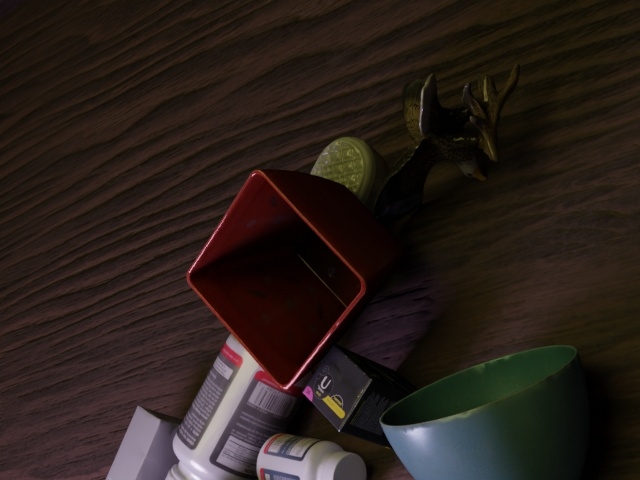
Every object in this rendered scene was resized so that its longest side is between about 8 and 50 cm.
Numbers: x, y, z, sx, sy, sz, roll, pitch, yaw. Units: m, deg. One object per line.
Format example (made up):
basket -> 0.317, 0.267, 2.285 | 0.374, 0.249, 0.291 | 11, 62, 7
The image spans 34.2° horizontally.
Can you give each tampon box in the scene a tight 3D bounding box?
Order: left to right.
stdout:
tampon box -> 0.078, 0.259, 1.699 | 0.101, 0.161, 0.120 | -58, 39, 5

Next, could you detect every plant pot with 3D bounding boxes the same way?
plant pot -> -0.014, 0.043, 1.752 | 0.267, 0.236, 0.267 | 47, 124, 17
plant pot -> 0.253, 0.289, 1.446 | 0.290, 0.290, 0.195 | -21, 91, 38

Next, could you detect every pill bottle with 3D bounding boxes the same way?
pill bottle -> -0.159, 0.342, 1.894 | 0.176, 0.176, 0.318 | 30, 91, 50
pill bottle -> -0.013, 0.390, 1.765 | 0.180, 0.108, 0.108 | -1, 69, 47

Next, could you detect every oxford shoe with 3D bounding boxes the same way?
oxford shoe -> 0.000, 0.000, 1.967 | 0.169, 0.130, 0.449 | 44, 119, 26

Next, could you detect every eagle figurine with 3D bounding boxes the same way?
eagle figurine -> 0.193, -0.166, 1.783 | 0.298, 0.226, 0.225 | -14, 99, 50

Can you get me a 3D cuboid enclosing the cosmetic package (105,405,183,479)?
cosmetic package -> -0.340, 0.461, 2.061 | 0.107, 0.127, 0.238 | 12, 77, 49
